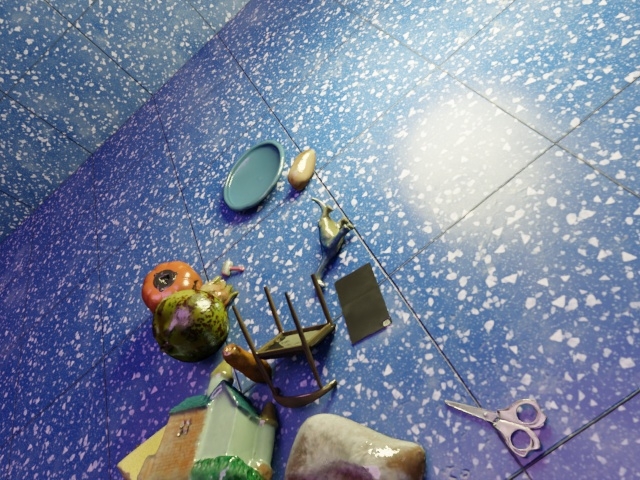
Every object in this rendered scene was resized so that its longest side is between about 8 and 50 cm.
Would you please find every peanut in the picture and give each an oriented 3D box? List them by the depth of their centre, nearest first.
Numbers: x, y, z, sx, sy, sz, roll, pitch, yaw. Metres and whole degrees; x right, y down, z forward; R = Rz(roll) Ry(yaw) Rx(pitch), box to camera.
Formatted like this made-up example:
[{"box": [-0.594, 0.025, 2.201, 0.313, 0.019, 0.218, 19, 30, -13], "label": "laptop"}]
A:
[{"box": [-0.058, -0.233, 1.502, 0.076, 0.076, 0.152, 4, 66, 39], "label": "peanut"}]

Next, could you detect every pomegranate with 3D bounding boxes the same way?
[{"box": [-0.357, 0.206, 1.335, 0.221, 0.204, 0.277, 3, 64, 30], "label": "pomegranate"}]

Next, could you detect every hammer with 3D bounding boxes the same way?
[{"box": [-0.277, 0.091, 1.483, 0.083, 0.031, 0.053, 0, 64, 26], "label": "hammer"}]

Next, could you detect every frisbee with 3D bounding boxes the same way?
[{"box": [-0.227, -0.222, 1.637, 0.289, 0.049, 0.290, -22, 51, 30], "label": "frisbee"}]

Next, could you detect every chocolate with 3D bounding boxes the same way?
[{"box": [0.049, 0.460, 0.937, 0.303, 0.100, 0.185, 0, 65, 41], "label": "chocolate"}]

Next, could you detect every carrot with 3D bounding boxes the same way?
[{"box": [-0.179, 0.306, 1.149, 0.060, 0.186, 0.060, -15, 53, 21], "label": "carrot"}]

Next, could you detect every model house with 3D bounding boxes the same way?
[{"box": [-0.235, 0.449, 1.117, 0.266, 0.194, 0.325, -19, 42, 24], "label": "model house"}]

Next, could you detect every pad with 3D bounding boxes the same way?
[{"box": [0.102, 0.152, 1.164, 0.116, 0.004, 0.193, -32, 47, 16], "label": "pad"}]

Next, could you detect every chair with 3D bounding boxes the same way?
[{"box": [-0.067, 0.242, 1.136, 0.188, 0.166, 0.273, -16, 96, 28], "label": "chair"}]

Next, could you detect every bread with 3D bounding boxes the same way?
[{"box": [-0.401, 0.550, 1.184, 0.125, 0.068, 0.188, 12, 37, 44], "label": "bread"}]

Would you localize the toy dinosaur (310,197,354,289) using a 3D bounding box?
[{"box": [0.000, 0.000, 1.305, 0.188, 0.075, 0.248, -48, 50, 12], "label": "toy dinosaur"}]

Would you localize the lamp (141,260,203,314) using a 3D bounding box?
[{"box": [-0.467, 0.165, 1.486, 0.187, 0.164, 0.188, -4, 55, 6], "label": "lamp"}]

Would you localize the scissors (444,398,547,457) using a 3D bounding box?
[{"box": [0.318, 0.328, 0.871, 0.188, 0.015, 0.100, 5, 68, 41], "label": "scissors"}]

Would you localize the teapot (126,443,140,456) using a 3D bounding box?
[{"box": [-0.495, 0.605, 1.291, 0.110, 0.084, 0.080, -38, 63, 52], "label": "teapot"}]
